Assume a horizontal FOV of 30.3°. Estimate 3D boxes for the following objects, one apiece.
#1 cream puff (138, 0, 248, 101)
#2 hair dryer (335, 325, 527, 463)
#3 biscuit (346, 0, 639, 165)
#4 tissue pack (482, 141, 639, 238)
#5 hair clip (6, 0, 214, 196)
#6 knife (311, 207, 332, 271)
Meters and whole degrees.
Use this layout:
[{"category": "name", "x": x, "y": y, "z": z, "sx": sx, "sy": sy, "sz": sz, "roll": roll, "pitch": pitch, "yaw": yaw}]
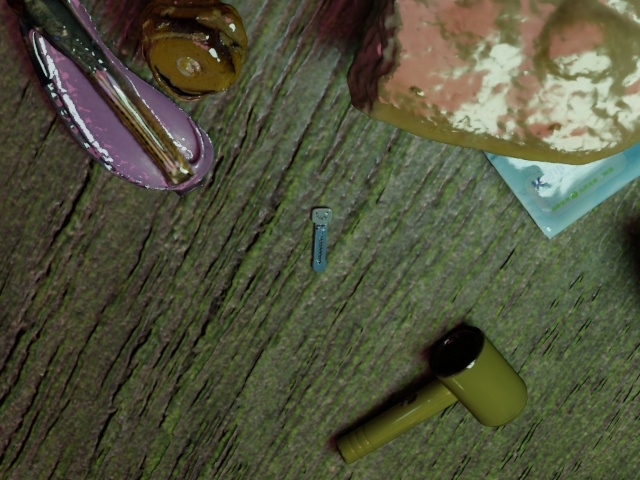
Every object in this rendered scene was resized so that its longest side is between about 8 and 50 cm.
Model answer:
[{"category": "cream puff", "x": -0.149, "y": -0.229, "z": 1.362, "sx": 0.133, "sy": 0.104, "sz": 0.119, "roll": 30, "pitch": 142, "yaw": -15}, {"category": "hair dryer", "x": 0.150, "y": 0.244, "z": 1.690, "sx": 0.279, "sy": 0.090, "sz": 0.135, "roll": -33, "pitch": 121, "yaw": 16}, {"category": "biscuit", "x": 0.261, "y": -0.289, "z": 1.341, "sx": 0.446, "sy": 0.104, "sz": 0.429, "roll": 20, "pitch": 100, "yaw": -10}, {"category": "tissue pack", "x": 0.348, "y": -0.142, "z": 1.503, "sx": 0.263, "sy": 0.089, "sz": 0.177, "roll": -37, "pitch": 116, "yaw": 10}, {"category": "hair clip", "x": -0.258, "y": -0.180, "z": 1.400, "sx": 0.110, "sy": 0.096, "sz": 0.358, "roll": -51, "pitch": 130, "yaw": -21}, {"category": "knife", "x": 0.000, "y": 0.000, "z": 1.565, "sx": 0.027, "sy": 0.010, "sz": 0.096, "roll": -1, "pitch": 118, "yaw": -8}]
